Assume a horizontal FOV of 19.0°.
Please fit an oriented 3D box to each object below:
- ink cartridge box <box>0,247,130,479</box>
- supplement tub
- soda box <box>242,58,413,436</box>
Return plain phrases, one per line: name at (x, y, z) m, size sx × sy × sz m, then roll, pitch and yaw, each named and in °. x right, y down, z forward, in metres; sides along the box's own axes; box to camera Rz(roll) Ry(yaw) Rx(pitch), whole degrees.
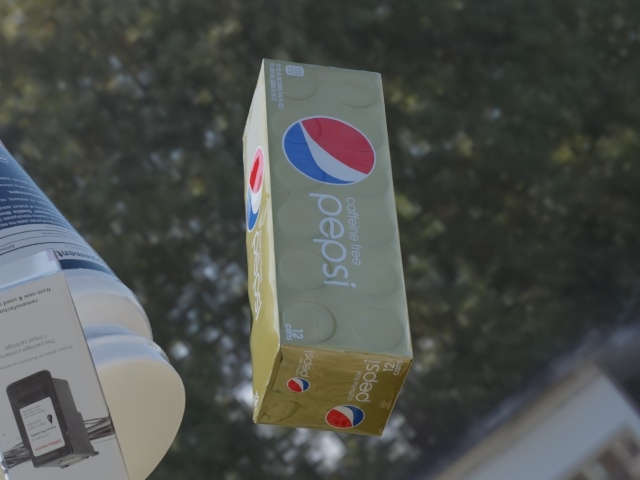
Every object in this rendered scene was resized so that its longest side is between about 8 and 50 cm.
ink cartridge box at (-0.148, 0.089, 1.027) m, size 0.063 × 0.150 × 0.109 m, roll -18°, pitch 9°, yaw -9°
supplement tub at (-0.236, 0.057, 1.310) m, size 0.191 × 0.272 × 0.191 m, roll -29°, pitch -34°, yaw -22°
soda box at (0.000, 0.000, 0.883) m, size 0.061 × 0.181 × 0.058 m, roll 6°, pitch -44°, yaw -12°
